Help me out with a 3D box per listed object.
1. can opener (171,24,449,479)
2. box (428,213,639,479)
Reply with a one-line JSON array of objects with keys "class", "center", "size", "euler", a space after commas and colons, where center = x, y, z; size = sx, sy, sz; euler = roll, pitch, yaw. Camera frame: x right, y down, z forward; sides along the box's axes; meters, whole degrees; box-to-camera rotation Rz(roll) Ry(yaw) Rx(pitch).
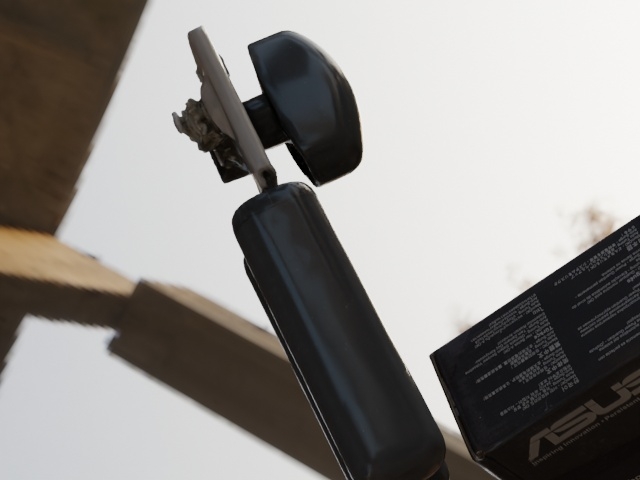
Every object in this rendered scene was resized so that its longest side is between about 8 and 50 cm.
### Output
[{"class": "can opener", "center": [0.000, 0.000, 0.809], "size": [0.093, 0.280, 0.074], "euler": [-21, -30, -2]}, {"class": "box", "center": [0.312, 0.053, 1.033], "size": [0.395, 0.097, 0.318], "euler": [-35, -43, 15]}]
